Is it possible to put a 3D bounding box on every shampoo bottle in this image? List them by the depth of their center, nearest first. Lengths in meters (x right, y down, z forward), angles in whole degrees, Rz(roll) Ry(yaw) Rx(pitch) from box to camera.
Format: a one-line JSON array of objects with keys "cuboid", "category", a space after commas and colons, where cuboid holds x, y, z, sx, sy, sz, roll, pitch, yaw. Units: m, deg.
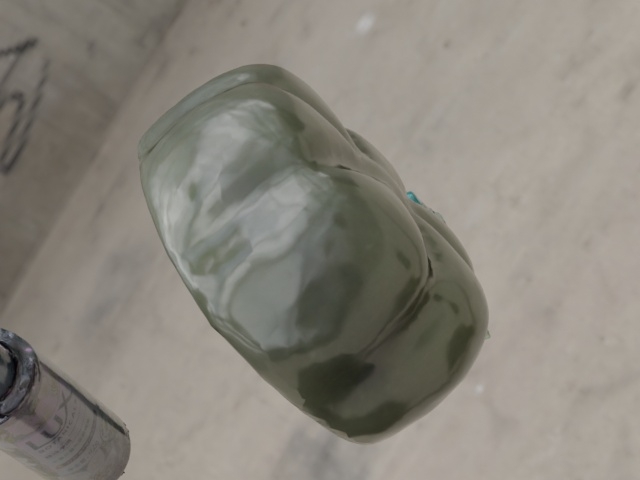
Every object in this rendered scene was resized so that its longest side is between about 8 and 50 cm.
[{"cuboid": [-0.189, 0.106, 1.125, 0.072, 0.214, 0.072, -7, 65, 15], "category": "shampoo bottle"}]

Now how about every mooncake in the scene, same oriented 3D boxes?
[{"cuboid": [0.000, 0.000, 1.175, 0.135, 0.275, 0.275, -42, 26, 11], "category": "mooncake"}]

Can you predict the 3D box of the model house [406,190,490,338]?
[{"cuboid": [0.087, 0.027, 1.680, 0.100, 0.149, 0.127, -22, 21, 0], "category": "model house"}]
